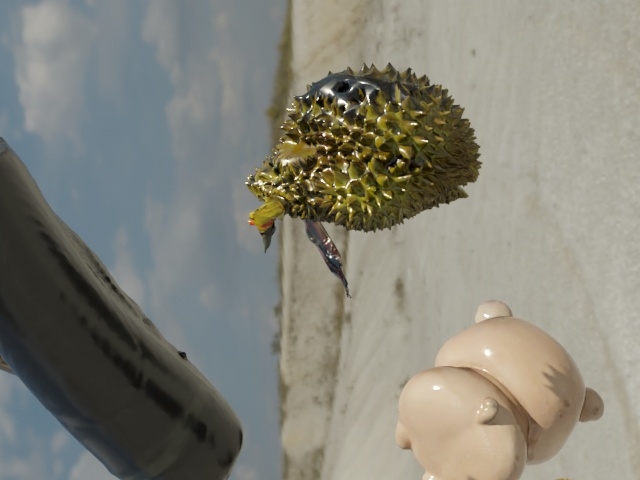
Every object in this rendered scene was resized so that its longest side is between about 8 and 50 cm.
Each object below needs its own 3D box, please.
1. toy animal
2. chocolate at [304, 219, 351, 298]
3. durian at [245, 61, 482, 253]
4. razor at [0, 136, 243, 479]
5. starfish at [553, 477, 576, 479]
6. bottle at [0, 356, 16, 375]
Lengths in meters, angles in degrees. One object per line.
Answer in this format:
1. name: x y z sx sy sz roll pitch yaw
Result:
1. toy animal: 0.210 0.206 1.146 0.210 0.229 0.221 50 -165 14
2. chocolate: 0.000 0.000 1.326 0.182 0.028 0.086 59 177 17
3. durian: 0.029 -0.090 0.847 0.193 0.237 0.138 26 132 41
4. razor: -0.207 0.073 0.771 0.349 0.113 0.204 53 171 -19
5. starfish: 0.280 0.284 0.822 0.071 0.238 0.216 45 -152 -20
6. bottle: -0.375 0.145 1.145 0.140 0.053 0.053 41 -144 -52
